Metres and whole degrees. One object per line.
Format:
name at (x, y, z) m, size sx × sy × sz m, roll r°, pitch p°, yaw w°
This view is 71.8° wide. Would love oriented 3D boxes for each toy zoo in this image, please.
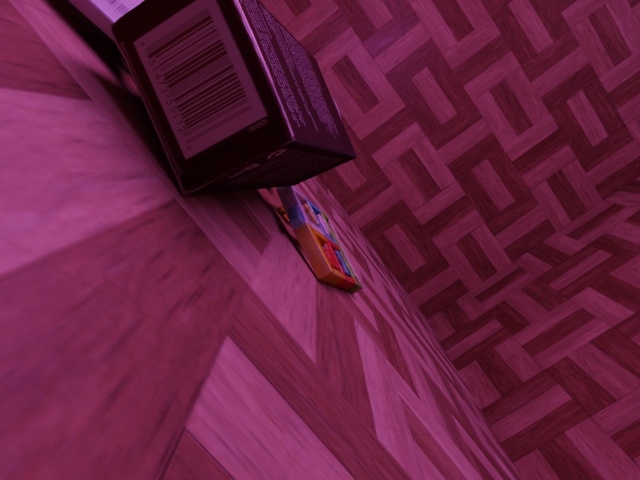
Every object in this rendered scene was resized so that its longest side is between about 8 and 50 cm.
toy zoo at (0.000, 0.000, 0.863) m, size 0.192 × 0.030 × 0.293 m, roll 64°, pitch 11°, yaw 19°

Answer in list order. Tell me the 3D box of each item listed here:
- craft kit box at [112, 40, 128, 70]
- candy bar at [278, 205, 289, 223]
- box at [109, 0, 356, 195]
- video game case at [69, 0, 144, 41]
craft kit box at (-0.233, -0.277, 0.710) m, size 0.246 × 0.061 × 0.250 m, roll 61°, pitch 11°, yaw 30°
candy bar at (-0.058, -0.058, 0.903) m, size 0.040 × 0.018 × 0.161 m, roll 54°, pitch 8°, yaw -3°
box at (-0.074, -0.179, 0.597) m, size 0.191 × 0.143 × 0.381 m, roll 67°, pitch 17°, yaw -2°
video game case at (-0.249, -0.348, 0.518) m, size 0.227 × 0.026 × 0.206 m, roll 41°, pitch 49°, yaw -28°
